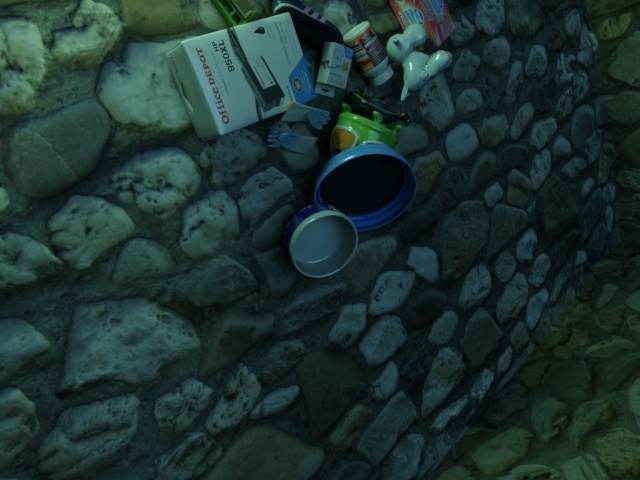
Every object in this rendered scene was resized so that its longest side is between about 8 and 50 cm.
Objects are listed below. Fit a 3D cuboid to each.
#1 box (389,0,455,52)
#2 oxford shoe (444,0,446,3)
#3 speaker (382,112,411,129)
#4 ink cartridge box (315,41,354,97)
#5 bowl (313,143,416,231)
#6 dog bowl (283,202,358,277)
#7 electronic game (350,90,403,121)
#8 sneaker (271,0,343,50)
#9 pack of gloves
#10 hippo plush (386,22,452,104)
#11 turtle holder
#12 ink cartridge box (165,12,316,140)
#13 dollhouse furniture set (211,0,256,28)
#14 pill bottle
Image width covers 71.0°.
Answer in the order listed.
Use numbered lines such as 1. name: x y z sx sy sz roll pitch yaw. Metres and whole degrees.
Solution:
1. box: 0.424 -0.971 1.890 0.154 0.142 0.300 -47 119 -23
2. oxford shoe: 0.495 -1.053 1.978 0.272 0.096 0.098 58 44 -30
3. speaker: 0.310 -0.491 1.862 0.055 0.136 0.055 -5 98 -35
4. ink cartridge box: 0.051 -0.632 1.677 0.104 0.061 0.182 -3 112 -42
5. bowl: 0.161 -0.191 1.682 0.390 0.391 0.077 24 37 -35
6. dog bowl: 0.000 0.000 1.654 0.264 0.104 0.265 -13 123 -20
7. electronic game: 0.220 -0.526 1.753 0.229 0.229 0.048 7 120 -36
8. sneaker: -0.041 -0.794 1.606 0.318 0.112 0.131 11 58 -47
9. pack of gloves: -0.081 -0.398 1.568 0.232 0.195 0.046 -4 54 -51
10. hippo plush: 0.376 -0.753 1.874 0.294 0.234 0.237 -37 96 8
11. turtle holder: 0.171 -0.366 1.744 0.228 0.243 0.320 -68 160 7
12. ink cartridge box: -0.244 -0.524 1.445 0.394 0.166 0.286 -31 112 -29
13. dollhouse furniture set: -0.193 -0.845 1.429 0.151 0.197 0.302 47 69 -28
14. pill bottle: 0.191 -0.727 1.762 0.121 0.121 0.221 -50 120 -21
